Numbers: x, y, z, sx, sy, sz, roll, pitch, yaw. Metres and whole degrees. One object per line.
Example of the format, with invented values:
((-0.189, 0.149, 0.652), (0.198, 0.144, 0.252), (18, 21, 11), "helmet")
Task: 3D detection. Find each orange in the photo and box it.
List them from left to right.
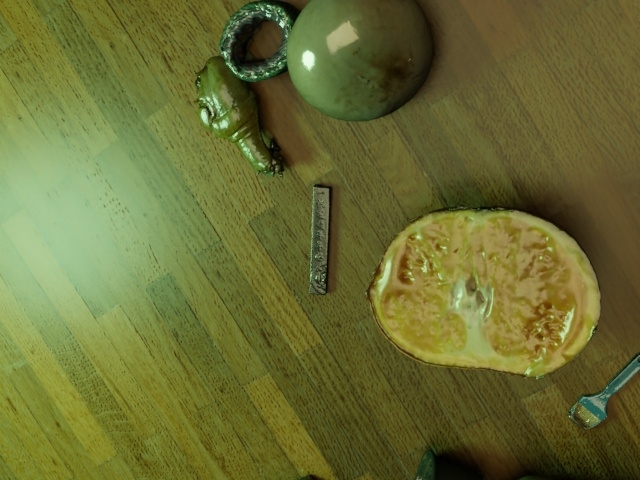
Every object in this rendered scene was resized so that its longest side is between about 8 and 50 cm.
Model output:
((0.255, 0.074, 1.274), (0.310, 0.274, 0.274), (3, 107, 50), "orange")

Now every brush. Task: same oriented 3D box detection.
((0.473, 0.244, 1.377), (0.051, 0.014, 0.164), (38, 109, 3), "brush")

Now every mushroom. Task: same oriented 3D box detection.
((0.060, -0.292, 1.284), (0.226, 0.178, 0.226), (-1, 130, -1), "mushroom")

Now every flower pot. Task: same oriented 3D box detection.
((0.217, 0.445, 1.430), (0.106, 0.157, 0.157), (15, 107, 1), "flower pot")

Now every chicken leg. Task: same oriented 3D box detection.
((-0.140, -0.196, 1.408), (0.103, 0.088, 0.228), (-26, 101, 10), "chicken leg")

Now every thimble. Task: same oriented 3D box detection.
((-0.087, -0.320, 1.353), (0.135, 0.090, 0.118), (-38, 91, 21), "thimble")

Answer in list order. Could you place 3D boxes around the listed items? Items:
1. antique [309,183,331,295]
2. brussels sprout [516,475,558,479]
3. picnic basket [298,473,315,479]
((0.000, 0.000, 1.446), (0.031, 0.015, 0.192), (5, 105, 14), "antique")
((0.411, 0.515, 1.287), (0.371, 0.314, 0.276), (22, 103, 40), "brussels sprout")
((-0.040, 0.626, 1.450), (0.337, 0.337, 0.293), (44, 109, 2), "picnic basket")
